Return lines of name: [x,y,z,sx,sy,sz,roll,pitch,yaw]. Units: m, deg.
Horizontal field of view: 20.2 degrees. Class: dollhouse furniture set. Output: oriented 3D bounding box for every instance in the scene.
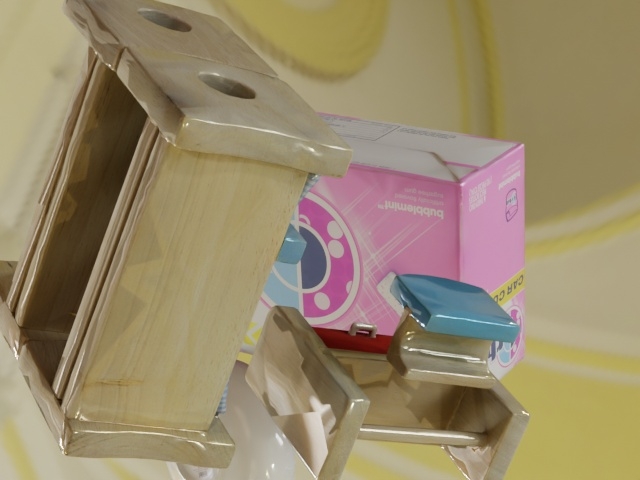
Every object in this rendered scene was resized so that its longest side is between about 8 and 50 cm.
dollhouse furniture set: [-0.013,0.001,0.679,0.129,0.183,0.129,49,-57,52]

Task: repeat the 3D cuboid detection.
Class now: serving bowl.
serving bowl: [-0.050,0.100,0.868,0.027,0.083,0.083,-10,-175,-44]

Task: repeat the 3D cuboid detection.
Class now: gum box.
gum box: [0.000,0.000,0.848,0.188,0.107,0.062,11,-154,31]
